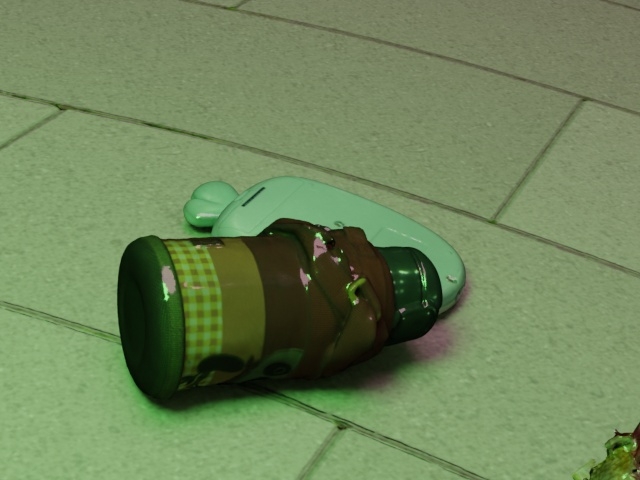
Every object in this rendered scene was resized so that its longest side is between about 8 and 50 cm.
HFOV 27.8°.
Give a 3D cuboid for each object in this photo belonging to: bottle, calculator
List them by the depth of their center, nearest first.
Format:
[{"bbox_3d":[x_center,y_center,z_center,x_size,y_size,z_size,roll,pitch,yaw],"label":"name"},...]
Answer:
[{"bbox_3d":[-0.025,0.051,1.084,0.271,0.143,0.156,-4,34,-23],"label":"bottle"},{"bbox_3d":[0.000,0.000,1.268,0.295,0.042,0.184,20,33,16],"label":"calculator"}]

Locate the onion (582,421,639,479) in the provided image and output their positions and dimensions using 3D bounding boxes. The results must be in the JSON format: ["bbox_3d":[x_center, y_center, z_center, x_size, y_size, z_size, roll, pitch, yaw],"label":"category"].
[{"bbox_3d":[0.340,0.219,0.802,0.349,0.267,0.159,22,-7,-10],"label":"onion"}]

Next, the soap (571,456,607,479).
[{"bbox_3d":[0.300,0.201,0.986,0.233,0.076,0.135,-19,42,-38],"label":"soap"}]
